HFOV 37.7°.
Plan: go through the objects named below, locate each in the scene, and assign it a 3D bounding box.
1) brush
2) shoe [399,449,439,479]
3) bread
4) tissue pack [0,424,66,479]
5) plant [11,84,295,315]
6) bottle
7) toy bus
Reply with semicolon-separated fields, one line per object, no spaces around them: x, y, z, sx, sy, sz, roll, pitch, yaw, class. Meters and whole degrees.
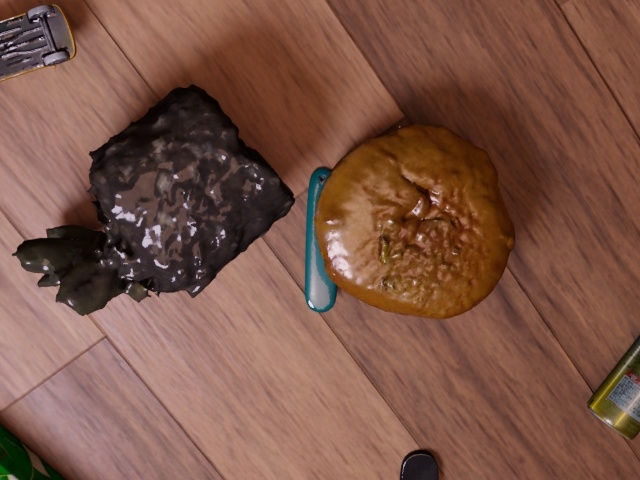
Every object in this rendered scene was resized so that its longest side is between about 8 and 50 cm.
0.000;0.000;1.261;0.043;0.032;0.193;0;89;-6;brush
0.145;0.394;1.347;0.071;0.049;0.179;-3;102;-5;shoe
0.113;-0.029;1.199;0.268;0.146;0.268;-2;96;-16;bread
-0.417;0.371;1.221;0.148;0.156;0.209;-42;104;5;tissue pack
-0.203;-0.025;1.132;0.312;0.215;0.213;-44;100;-2;plant
0.494;0.146;1.322;0.082;0.082;0.286;35;96;-12;bottle
-0.377;-0.230;1.142;0.162;0.074;0.069;-18;96;-1;toy bus
